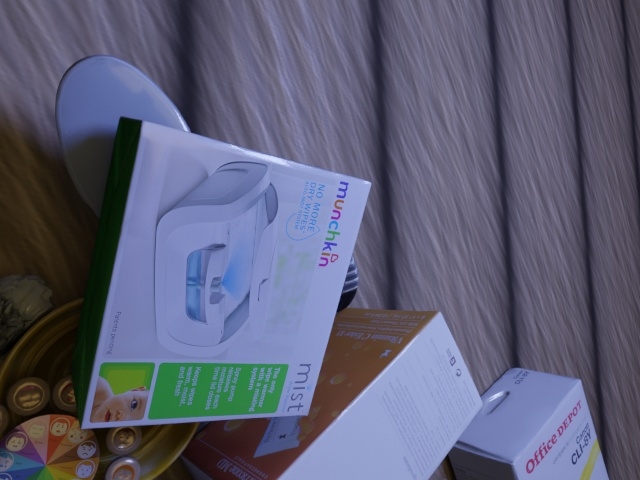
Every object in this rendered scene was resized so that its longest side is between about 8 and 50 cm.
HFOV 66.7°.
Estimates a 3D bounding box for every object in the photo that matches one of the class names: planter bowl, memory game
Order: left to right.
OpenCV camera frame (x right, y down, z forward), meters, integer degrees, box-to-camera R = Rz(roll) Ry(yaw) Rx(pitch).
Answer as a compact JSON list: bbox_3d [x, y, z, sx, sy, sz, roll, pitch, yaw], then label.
[{"bbox_3d":[-0.267,0.223,0.475,0.186,0.012,0.187,2,86,-33],"label":"memory game"},{"bbox_3d":[-0.246,0.166,0.555,0.217,0.090,0.218,2,87,-34],"label":"planter bowl"}]

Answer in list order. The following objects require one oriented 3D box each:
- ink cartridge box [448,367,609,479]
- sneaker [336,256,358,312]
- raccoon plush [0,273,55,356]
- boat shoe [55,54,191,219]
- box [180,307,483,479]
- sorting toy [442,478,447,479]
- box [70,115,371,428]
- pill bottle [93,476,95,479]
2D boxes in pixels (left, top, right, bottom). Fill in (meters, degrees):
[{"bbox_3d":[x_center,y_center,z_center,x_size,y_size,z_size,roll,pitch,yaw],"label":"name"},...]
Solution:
[{"bbox_3d":[0.438,0.500,0.978,0.279,0.160,0.385,-27,101,-34],"label":"ink cartridge box"},{"bbox_3d":[0.000,0.000,0.757,0.086,0.132,0.229,-13,129,-8],"label":"sneaker"},{"bbox_3d":[-0.499,0.106,0.373,0.299,0.216,0.446,45,32,-9],"label":"raccoon plush"},{"bbox_3d":[-0.177,-0.048,0.600,0.135,0.156,0.367,-32,119,-5],"label":"boat shoe"},{"bbox_3d":[0.021,0.256,0.666,0.345,0.214,0.169,-36,106,-33],"label":"box"},{"bbox_3d":[0.059,0.477,0.701,0.255,0.089,0.258,-13,122,-40],"label":"sorting toy"},{"bbox_3d":[-0.102,0.035,0.494,0.230,0.126,0.262,11,98,-32],"label":"box"},{"bbox_3d":[-0.281,0.281,0.535,0.116,0.065,0.065,37,66,-27],"label":"pill bottle"}]
